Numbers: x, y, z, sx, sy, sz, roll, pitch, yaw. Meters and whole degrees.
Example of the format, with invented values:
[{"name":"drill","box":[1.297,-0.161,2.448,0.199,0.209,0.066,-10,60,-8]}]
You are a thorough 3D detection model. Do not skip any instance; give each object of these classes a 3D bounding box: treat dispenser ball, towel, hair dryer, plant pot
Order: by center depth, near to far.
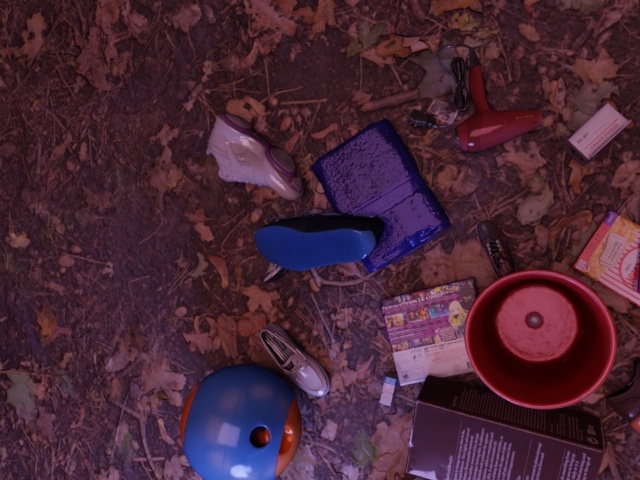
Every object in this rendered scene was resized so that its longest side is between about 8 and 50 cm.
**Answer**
[{"name":"plant pot","box":[0.447,0.184,1.281,0.274,0.243,0.275,0,91,18]},{"name":"hair dryer","box":[0.357,-0.311,1.392,0.293,0.080,0.224,28,99,16]},{"name":"treat dispenser ball","box":[-0.188,0.440,1.470,0.288,0.288,0.289,0,91,18]},{"name":"towel","box":[0.141,-0.106,1.474,0.227,0.076,0.308,-31,83,13]}]

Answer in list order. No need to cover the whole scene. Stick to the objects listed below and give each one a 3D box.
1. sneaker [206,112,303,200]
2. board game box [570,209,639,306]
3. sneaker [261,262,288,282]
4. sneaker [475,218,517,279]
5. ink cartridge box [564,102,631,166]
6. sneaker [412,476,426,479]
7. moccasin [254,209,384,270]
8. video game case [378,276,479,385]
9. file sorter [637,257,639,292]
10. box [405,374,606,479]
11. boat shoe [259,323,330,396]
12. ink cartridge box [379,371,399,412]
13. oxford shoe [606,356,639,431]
[{"name":"sneaker","box":[-0.167,-0.186,1.568,0.305,0.114,0.152,42,117,18]},{"name":"board game box","box":[0.660,0.046,1.312,0.193,0.045,0.147,32,100,15]},{"name":"sneaker","box":[-0.104,0.051,1.570,0.135,0.052,0.058,-46,70,4]},{"name":"sneaker","box":[0.398,0.022,1.389,0.061,0.065,0.158,-28,82,17]},{"name":"ink cartridge box","box":[0.565,-0.216,1.270,0.104,0.180,0.060,-45,78,13]},{"name":"sneaker","box":[0.206,0.708,1.422,0.146,0.104,0.296,34,97,36]},{"name":"moccasin","box":[0.000,0.000,1.451,0.341,0.117,0.138,4,120,36]},{"name":"video game case","box":[0.272,0.213,1.445,0.232,0.042,0.210,-16,87,18]},{"name":"file sorter","box":[0.747,-0.039,1.175,0.202,0.182,0.291,7,82,13]},{"name":"box","box":[0.391,0.446,1.342,0.381,0.143,0.191,11,108,16]},{"name":"boat shoe","box":[-0.073,0.306,1.543,0.226,0.076,0.083,42,103,14]},{"name":"ink cartridge box","box":[0.164,0.362,1.479,0.028,0.048,0.083,13,94,18]},{"name":"oxford shoe","box":[0.708,0.266,1.275,0.098,0.097,0.271,41,103,20]}]
